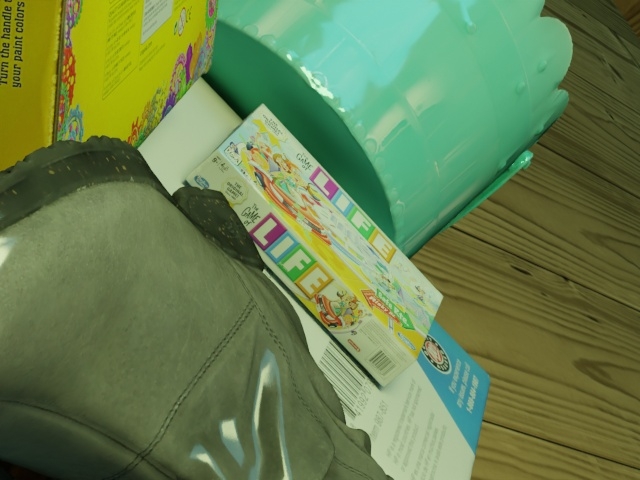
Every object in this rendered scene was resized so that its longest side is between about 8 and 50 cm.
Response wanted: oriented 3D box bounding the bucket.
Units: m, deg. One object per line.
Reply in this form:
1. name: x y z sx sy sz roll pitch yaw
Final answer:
1. bucket: 0.000 -0.106 1.200 0.281 0.281 0.183 46 60 -6

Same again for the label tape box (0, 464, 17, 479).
1. label tape box: -0.109 0.234 0.610 0.347 0.115 0.249 46 29 -8

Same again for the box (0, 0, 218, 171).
1. box: -0.207 -0.143 0.848 0.279 0.177 0.290 9 21 6

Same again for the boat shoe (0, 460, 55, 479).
1. boat shoe: -0.095 0.173 0.804 0.355 0.132 0.130 48 3 -7

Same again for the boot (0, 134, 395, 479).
1. boot: -0.038 0.086 0.677 0.222 0.118 0.338 55 16 10

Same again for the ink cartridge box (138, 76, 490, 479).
1. ink cartridge box: -0.060 0.049 1.044 0.307 0.129 0.223 46 21 -7

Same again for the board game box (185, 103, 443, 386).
1. board game box: 0.000 0.000 1.024 0.154 0.026 0.103 46 20 -5
